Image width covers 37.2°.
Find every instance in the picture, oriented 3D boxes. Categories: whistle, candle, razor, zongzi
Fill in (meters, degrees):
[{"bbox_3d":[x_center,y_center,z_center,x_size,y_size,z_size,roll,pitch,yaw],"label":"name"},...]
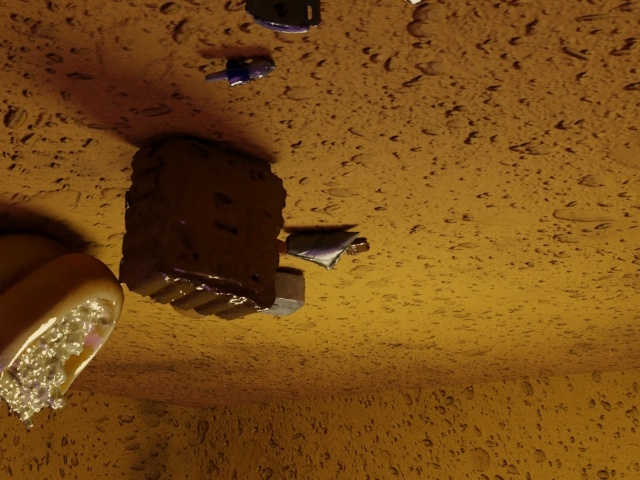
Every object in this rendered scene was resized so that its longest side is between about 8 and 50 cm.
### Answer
[{"bbox_3d":[-0.091,-0.193,1.091,0.083,0.029,0.033,-9,177,8],"label":"whistle"},{"bbox_3d":[-0.110,0.113,2.015,0.192,0.068,0.168,-3,164,25],"label":"candle"},{"bbox_3d":[-0.006,-0.279,0.745,0.068,0.106,0.232,5,151,-16],"label":"razor"},{"bbox_3d":[0.000,0.000,1.687,0.104,0.052,0.113,15,145,-22],"label":"zongzi"}]

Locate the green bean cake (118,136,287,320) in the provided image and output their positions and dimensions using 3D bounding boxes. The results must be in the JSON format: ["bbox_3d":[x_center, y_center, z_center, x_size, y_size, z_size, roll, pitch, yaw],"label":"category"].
[{"bbox_3d":[-0.161,-0.017,1.340,0.230,0.223,0.131,19,155,-38],"label":"green bean cake"}]

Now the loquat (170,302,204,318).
[{"bbox_3d":[-0.226,0.080,1.805,0.141,0.141,0.141,1,163,0],"label":"loquat"}]

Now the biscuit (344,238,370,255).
[{"bbox_3d":[0.046,0.012,1.764,0.092,0.016,0.082,4,163,-16],"label":"biscuit"}]

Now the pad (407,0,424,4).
[{"bbox_3d":[0.104,-0.277,0.845,0.143,0.003,0.211,13,159,-35],"label":"pad"}]

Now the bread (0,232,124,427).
[{"bbox_3d":[-0.541,0.162,1.770,0.245,0.328,0.424,24,163,5],"label":"bread"}]

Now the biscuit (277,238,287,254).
[{"bbox_3d":[-0.169,-0.005,1.573,0.206,0.049,0.324,4,-179,16],"label":"biscuit"}]
